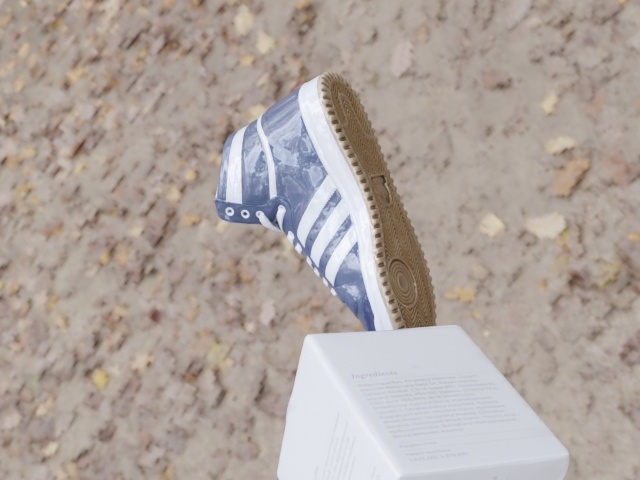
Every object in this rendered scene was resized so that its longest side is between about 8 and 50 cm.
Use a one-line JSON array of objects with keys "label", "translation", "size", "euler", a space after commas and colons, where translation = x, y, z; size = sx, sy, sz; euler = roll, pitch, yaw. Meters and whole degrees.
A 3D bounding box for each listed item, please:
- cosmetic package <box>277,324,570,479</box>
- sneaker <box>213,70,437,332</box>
[{"label": "cosmetic package", "translation": [0.073, 0.180, 0.944], "size": [0.184, 0.151, 0.151], "euler": [-126, 42, -52]}, {"label": "sneaker", "translation": [0.000, 0.000, 1.107], "size": [0.153, 0.099, 0.282], "euler": [-23, 81, 28]}]
